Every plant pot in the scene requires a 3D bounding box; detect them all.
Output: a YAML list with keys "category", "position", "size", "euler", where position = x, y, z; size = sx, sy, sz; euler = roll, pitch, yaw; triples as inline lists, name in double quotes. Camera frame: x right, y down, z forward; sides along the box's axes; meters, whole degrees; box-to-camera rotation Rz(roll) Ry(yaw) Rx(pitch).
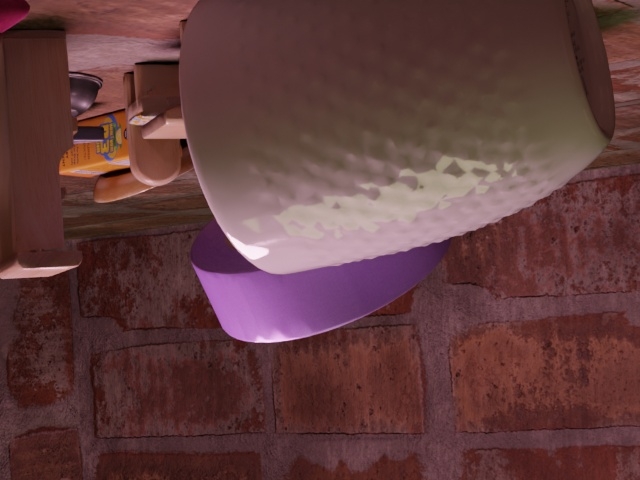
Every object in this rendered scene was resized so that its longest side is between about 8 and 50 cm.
- category: "plant pot"
  position: [-0.255, -0.127, 2.168]
  size: [0.236, 0.032, 0.236]
  euler: [-22, -164, 6]

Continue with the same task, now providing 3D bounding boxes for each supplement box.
- category: "supplement box"
  position: [-0.309, -0.148, 2.075]
  size: [0.233, 0.078, 0.080]
  euler: [-8, 173, 42]

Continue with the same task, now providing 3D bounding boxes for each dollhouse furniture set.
- category: "dollhouse furniture set"
  position: [-0.168, -0.099, 1.581]
  size: [0.394, 0.257, 0.362]
  euler: [-3, 176, -21]

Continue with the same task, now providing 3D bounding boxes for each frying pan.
- category: "frying pan"
  position: [-0.442, -0.175, 1.775]
  size: [0.326, 0.053, 0.197]
  euler: [-7, 176, 2]

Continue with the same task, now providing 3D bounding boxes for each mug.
- category: "mug"
  position: [0.101, -0.133, 1.282]
  size: [0.328, 0.276, 0.374]
  euler: [-12, 177, 23]

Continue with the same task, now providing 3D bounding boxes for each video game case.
- category: "video game case"
  position: [-0.457, -0.151, 2.004]
  size: [0.196, 0.026, 0.274]
  euler: [-3, -177, -31]

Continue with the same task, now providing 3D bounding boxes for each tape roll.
- category: "tape roll"
  position: [0.000, 0.000, 1.501]
  size: [0.274, 0.090, 0.275]
  euler: [-21, -159, 9]

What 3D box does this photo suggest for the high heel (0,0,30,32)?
- category: "high heel"
  position: [-0.364, -0.191, 1.301]
  size: [0.117, 0.082, 0.244]
  euler: [9, 158, -28]
